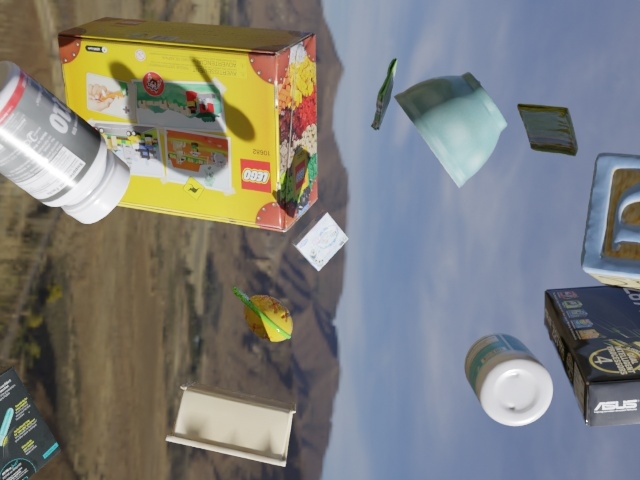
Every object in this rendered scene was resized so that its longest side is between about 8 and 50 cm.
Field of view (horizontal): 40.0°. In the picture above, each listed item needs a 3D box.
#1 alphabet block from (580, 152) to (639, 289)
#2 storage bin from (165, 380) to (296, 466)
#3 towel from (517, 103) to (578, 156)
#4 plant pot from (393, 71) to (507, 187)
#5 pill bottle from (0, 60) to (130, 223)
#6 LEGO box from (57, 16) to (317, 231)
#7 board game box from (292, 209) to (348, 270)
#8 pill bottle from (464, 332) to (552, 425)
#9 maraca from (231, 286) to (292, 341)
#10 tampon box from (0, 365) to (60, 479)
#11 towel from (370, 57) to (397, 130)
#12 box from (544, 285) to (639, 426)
[{"bbox_3d":[0.535,-0.020,1.398,0.197,0.193,0.193,20,81,-62],"label":"alphabet block"},{"bbox_3d":[-0.195,0.413,2.019,0.260,0.263,0.123,104,-2,-83],"label":"storage bin"},{"bbox_3d":[0.471,-0.226,1.818,0.237,0.102,0.021,36,64,-65],"label":"towel"},{"bbox_3d":[0.351,-0.309,2.260,0.293,0.196,0.293,53,9,-12],"label":"plant pot"},{"bbox_3d":[-0.475,-0.161,1.518,0.283,0.161,0.161,42,35,-39],"label":"pill bottle"},{"bbox_3d":[-0.271,-0.253,1.850,0.193,0.501,0.372,-49,144,-57],"label":"LEGO box"},{"bbox_3d":[0.000,0.000,1.725,0.020,0.090,0.090,35,-12,46],"label":"board game box"},{"bbox_3d":[0.379,0.275,1.816,0.264,0.146,0.146,-77,171,-83],"label":"pill bottle"},{"bbox_3d":[-0.142,0.176,2.140,0.099,0.186,0.127,-50,-166,-4],"label":"maraca"},{"bbox_3d":[-0.498,0.287,1.329,0.120,0.102,0.160,-41,116,-43],"label":"tampon box"},{"bbox_3d":[0.148,-0.341,2.056,0.152,0.023,0.113,94,15,-64],"label":"towel"},{"bbox_3d":[0.599,0.192,1.599,0.395,0.319,0.097,-78,164,-70],"label":"box"}]
